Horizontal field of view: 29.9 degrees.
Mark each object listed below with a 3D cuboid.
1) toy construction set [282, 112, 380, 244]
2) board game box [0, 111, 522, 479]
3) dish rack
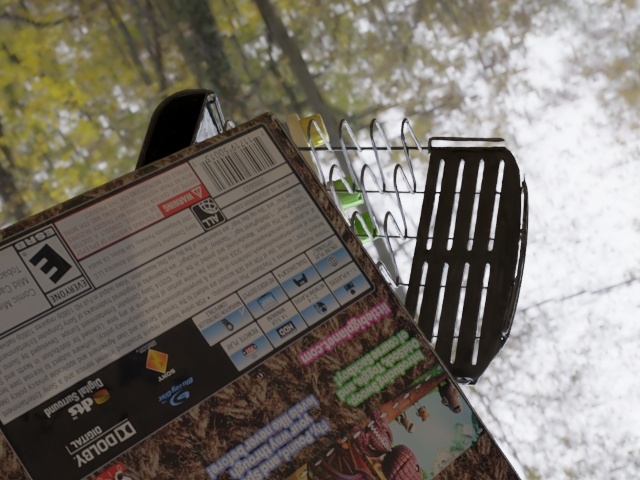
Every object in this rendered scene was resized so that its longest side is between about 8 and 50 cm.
[{"bbox_3d":[0.003,0.065,1.093,0.151,0.215,0.328,-8,-127,13],"label":"toy construction set"},{"bbox_3d":[-0.054,0.122,0.574,0.232,0.291,0.141,-29,173,-41],"label":"board game box"},{"bbox_3d":[0.000,0.000,0.808,0.271,0.074,0.208,2,-118,19],"label":"dish rack"}]
